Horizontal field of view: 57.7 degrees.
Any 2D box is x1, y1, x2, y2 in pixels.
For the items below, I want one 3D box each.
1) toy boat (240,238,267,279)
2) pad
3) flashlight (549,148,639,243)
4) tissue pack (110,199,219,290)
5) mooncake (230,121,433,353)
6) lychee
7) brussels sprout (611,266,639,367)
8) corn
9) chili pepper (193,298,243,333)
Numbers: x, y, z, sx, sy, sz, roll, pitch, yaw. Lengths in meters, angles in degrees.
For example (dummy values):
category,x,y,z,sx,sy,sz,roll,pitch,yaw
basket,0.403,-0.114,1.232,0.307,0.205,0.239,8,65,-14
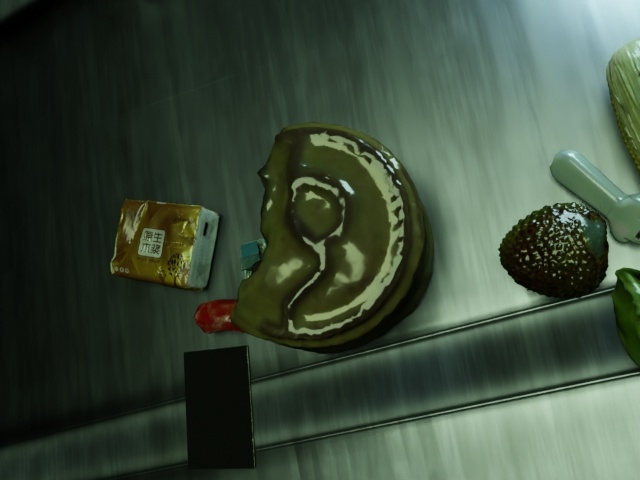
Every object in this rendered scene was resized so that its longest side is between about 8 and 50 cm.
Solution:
category,x,y,z,sx,sy,sz,roll,pitch,yaw
toy boat,-0.127,0.075,1.197,0.069,0.059,0.172,-16,74,22
pad,-0.214,0.351,1.217,0.170,0.006,0.245,-11,76,24
flashlight,0.461,-0.077,0.949,0.048,0.093,0.200,-27,58,-21
tissue pack,-0.349,0.008,1.295,0.226,0.092,0.183,8,83,23
mooncake,0.000,0.000,1.057,0.394,0.246,0.393,-29,73,11
lychee,0.373,0.018,0.930,0.171,0.171,0.171,-5,79,24
brussels sprout,0.561,0.102,0.789,0.294,0.227,0.259,39,112,18
corn,0.540,-0.170,0.899,0.122,0.123,0.305,-20,74,19
chili pepper,-0.203,0.160,1.214,0.123,0.070,0.073,-7,94,21
